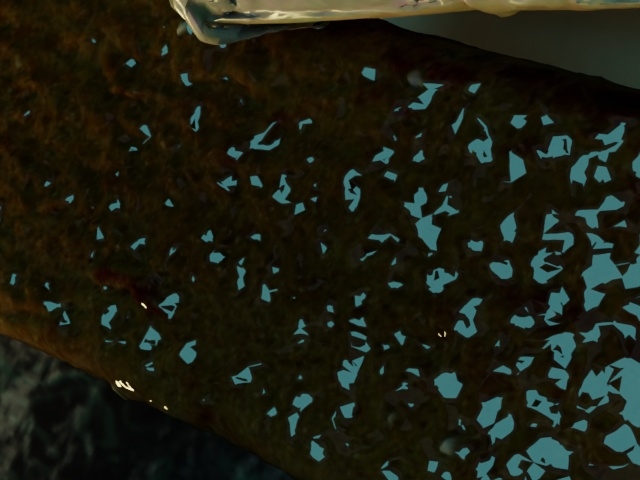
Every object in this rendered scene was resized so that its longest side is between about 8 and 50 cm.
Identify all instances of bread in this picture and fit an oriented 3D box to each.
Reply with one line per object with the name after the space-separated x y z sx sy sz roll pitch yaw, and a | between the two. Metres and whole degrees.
0.000 0.000 0.534 0.416 0.113 0.165 22 88 31 | bread

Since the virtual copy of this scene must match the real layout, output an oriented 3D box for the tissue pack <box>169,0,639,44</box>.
0.073 -0.184 0.482 0.215 0.123 0.256 2 49 28 | tissue pack
